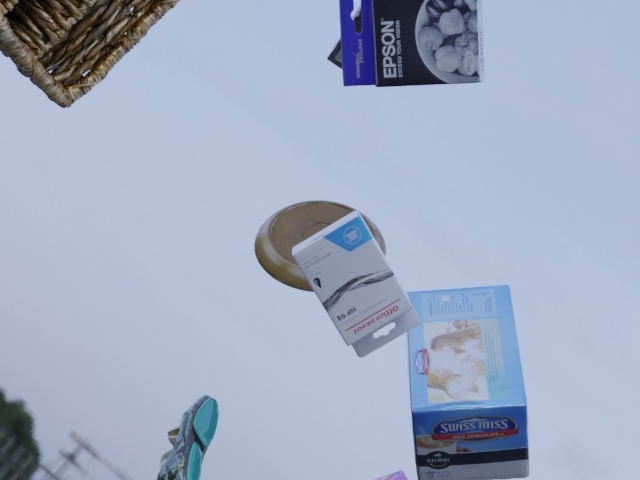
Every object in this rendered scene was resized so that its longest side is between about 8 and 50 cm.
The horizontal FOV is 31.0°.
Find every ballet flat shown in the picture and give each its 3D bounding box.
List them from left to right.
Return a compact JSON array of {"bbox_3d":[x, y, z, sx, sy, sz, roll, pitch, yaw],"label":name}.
[{"bbox_3d":[-0.192,0.287,1.622,0.070,0.188,0.070,4,-59,6],"label":"ballet flat"}]

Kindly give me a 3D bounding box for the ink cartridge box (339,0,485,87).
[{"bbox_3d":[0.121,-0.318,1.603,0.208,0.206,0.045,-1,10,17],"label":"ink cartridge box"}]

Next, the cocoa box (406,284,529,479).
[{"bbox_3d":[0.296,0.289,2.369,0.231,0.347,0.228,-4,-50,5],"label":"cocoa box"}]

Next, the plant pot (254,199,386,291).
[{"bbox_3d":[0.000,0.000,2.051,0.236,0.236,0.032,29,-42,26],"label":"plant pot"}]

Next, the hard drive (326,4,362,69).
[{"bbox_3d":[0.140,-0.440,1.857,0.064,0.339,0.237,32,-11,-6],"label":"hard drive"}]

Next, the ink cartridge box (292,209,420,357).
[{"bbox_3d":[0.051,0.064,1.525,0.180,0.104,0.060,59,2,-8],"label":"ink cartridge box"}]

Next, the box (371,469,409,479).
[{"bbox_3d":[0.058,0.349,0.854,0.293,0.201,0.057,58,-37,2],"label":"box"}]

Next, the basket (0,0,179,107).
[{"bbox_3d":[-0.272,-0.341,1.292,0.223,0.299,0.213,43,-13,3],"label":"basket"}]
